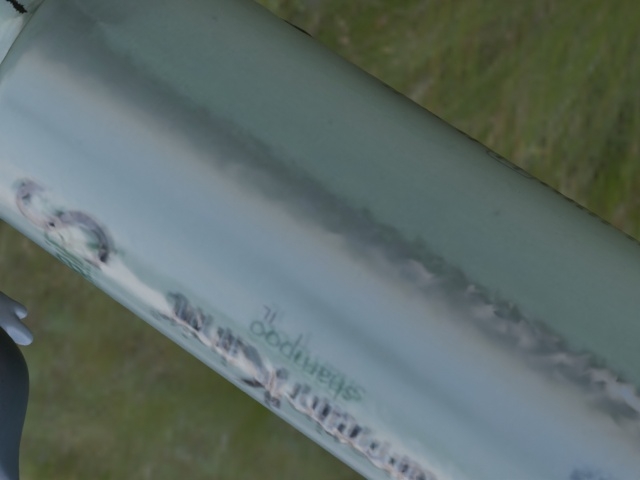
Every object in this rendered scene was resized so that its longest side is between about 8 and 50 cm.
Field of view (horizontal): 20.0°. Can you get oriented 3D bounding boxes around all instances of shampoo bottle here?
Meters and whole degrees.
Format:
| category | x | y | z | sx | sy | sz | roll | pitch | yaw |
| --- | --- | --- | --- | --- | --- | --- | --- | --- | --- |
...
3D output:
| category | x | y | z | sx | sy | sz | roll | pitch | yaw |
| --- | --- | --- | --- | --- | --- | --- | --- | --- | --- |
| shampoo bottle | 0.000 | 0.000 | 0.445 | 0.262 | 0.085 | 0.085 | 34 | 169 | 12 |

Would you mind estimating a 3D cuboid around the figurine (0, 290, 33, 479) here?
| category | x | y | z | sx | sy | sz | roll | pitch | yaw |
| --- | --- | --- | --- | --- | --- | --- | --- | --- | --- |
| figurine | -0.212 | -0.002 | 0.928 | 0.193 | 0.265 | 0.140 | 29 | 167 | -27 |
